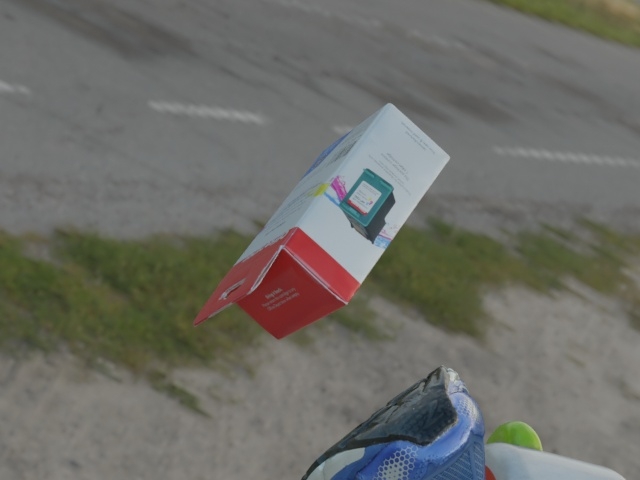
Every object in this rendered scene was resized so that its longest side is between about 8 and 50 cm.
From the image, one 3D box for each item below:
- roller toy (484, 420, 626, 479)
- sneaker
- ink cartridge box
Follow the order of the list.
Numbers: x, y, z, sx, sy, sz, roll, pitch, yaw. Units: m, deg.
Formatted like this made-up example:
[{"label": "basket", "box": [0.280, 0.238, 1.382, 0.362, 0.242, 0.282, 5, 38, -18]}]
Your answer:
[{"label": "roller toy", "box": [0.183, 0.277, 1.320, 0.146, 0.209, 0.191, 15, 12, -17]}, {"label": "sneaker", "box": [0.077, 0.205, 0.925, 0.147, 0.130, 0.330, 39, -29, 33]}, {"label": "ink cartridge box", "box": [0.000, 0.000, 1.365, 0.078, 0.231, 0.134, 42, -30, -10]}]
